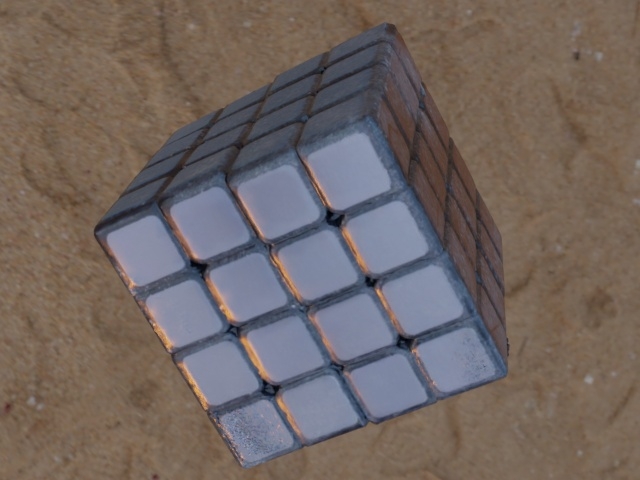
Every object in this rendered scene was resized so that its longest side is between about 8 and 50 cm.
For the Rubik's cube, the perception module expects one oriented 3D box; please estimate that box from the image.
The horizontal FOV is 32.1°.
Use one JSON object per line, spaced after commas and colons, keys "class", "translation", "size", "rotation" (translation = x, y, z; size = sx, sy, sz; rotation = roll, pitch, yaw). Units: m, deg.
{"class": "Rubik's cube", "translation": [0.000, 0.000, 1.293], "size": [0.337, 0.344, 0.344], "rotation": [-23, 109, 17]}
